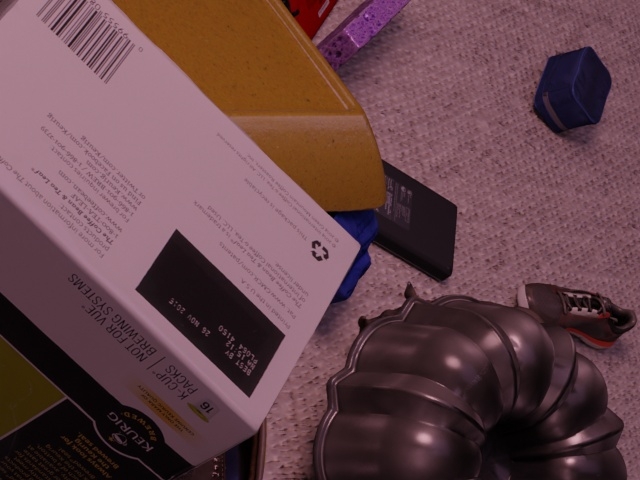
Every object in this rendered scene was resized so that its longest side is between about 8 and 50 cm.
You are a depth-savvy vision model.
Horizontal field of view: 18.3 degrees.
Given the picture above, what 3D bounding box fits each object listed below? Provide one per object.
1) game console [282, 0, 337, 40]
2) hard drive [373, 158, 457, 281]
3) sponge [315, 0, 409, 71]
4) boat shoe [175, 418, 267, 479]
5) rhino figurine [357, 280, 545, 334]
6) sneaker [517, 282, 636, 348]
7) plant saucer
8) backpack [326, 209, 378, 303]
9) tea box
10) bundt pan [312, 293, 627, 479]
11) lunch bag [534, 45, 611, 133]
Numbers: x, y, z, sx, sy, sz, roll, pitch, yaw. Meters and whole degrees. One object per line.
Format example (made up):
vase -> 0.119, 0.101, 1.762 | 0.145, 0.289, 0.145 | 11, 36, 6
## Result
game console -> -0.045, -0.282, 2.085 | 0.144, 0.085, 0.124 | -60, 142, -51
hard drive -> 0.085, -0.027, 2.054 | 0.135, 0.022, 0.094 | 30, 48, -28
sponge -> 0.041, -0.223, 2.061 | 0.031, 0.117, 0.210 | 49, 41, -6
boat shoe -> -0.110, 0.251, 1.633 | 0.117, 0.097, 0.324 | 33, 46, -26
rhino figurine -> 0.130, 0.092, 1.959 | 0.243, 0.106, 0.073 | 14, 56, -39
sneaker -> 0.281, 0.071, 2.151 | 0.158, 0.065, 0.061 | 16, 56, -38
plant saucer -> -0.114, -0.167, 1.826 | 0.333, 0.081, 0.333 | -3, 49, -46
backpack -> 0.000, 0.000, 1.903 | 0.101, 0.098, 0.120 | 68, 30, -26
tea box -> -0.212, 0.022, 1.503 | 0.329, 0.323, 0.220 | 46, 43, -15
bundt pan -> 0.158, 0.207, 1.826 | 0.331, 0.124, 0.330 | 6, 81, -36
lunch bag -> 0.292, -0.178, 2.316 | 0.067, 0.065, 0.098 | 51, 45, -30
